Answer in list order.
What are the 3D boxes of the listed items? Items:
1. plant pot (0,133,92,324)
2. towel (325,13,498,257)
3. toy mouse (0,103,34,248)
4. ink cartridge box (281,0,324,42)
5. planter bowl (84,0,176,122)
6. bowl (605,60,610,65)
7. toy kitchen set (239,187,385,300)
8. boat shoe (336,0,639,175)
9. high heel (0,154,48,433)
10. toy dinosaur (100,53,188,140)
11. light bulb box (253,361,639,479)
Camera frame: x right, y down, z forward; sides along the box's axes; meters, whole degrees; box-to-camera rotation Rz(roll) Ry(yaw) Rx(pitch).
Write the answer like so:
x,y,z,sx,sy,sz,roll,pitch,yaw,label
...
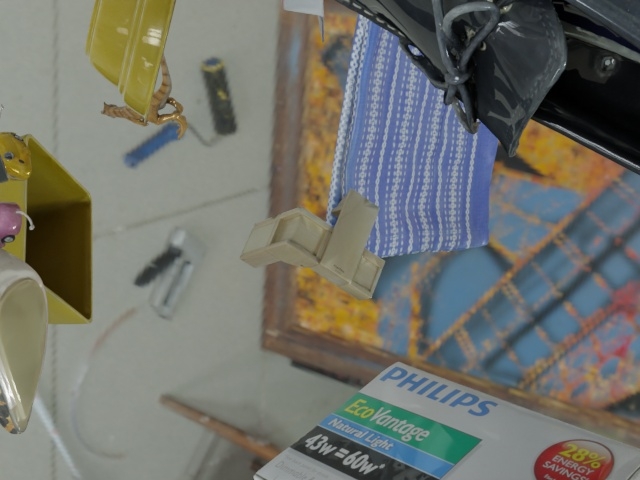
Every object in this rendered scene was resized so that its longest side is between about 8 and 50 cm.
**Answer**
x,y,z,sx,sy,sz,roll,pitch,yaw,label
-0.452,0.002,1.740,0.212,0.187,0.212,57,26,-62,plant pot
0.105,-0.102,1.149,0.336,0.040,0.243,-4,104,-63,towel
-0.326,-0.035,1.177,0.031,0.161,0.143,19,115,-48,toy mouse
-0.036,-0.435,1.601,0.371,0.069,0.175,84,-3,-61,ink cartridge box
-0.222,-0.254,1.439,0.217,0.090,0.217,-166,-90,-80,planter bowl
0.370,-0.250,1.111,0.156,0.289,0.289,-15,118,-38,bowl
0.000,0.000,0.952,0.083,0.075,0.068,33,64,-23,toy kitchen set
0.131,-0.148,0.807,0.187,0.500,0.156,104,9,-74,boat shoe
-0.349,0.054,1.115,0.093,0.186,0.261,-7,86,-67,high heel
-0.236,-0.191,1.728,0.112,0.211,0.064,20,64,-34,toy dinosaur
0.165,0.365,1.254,0.225,0.358,0.361,-34,120,-29,light bulb box
